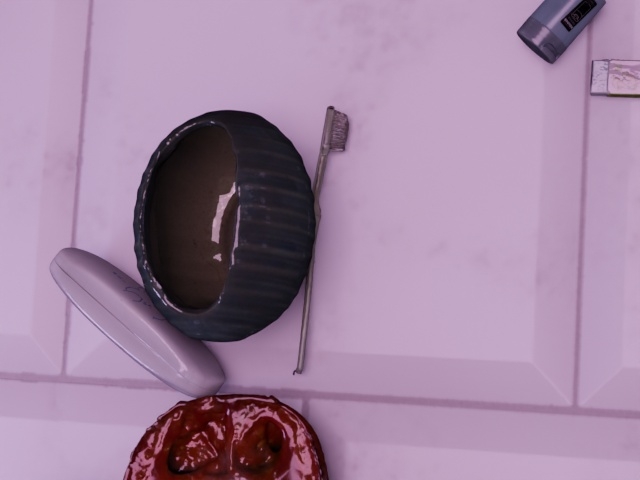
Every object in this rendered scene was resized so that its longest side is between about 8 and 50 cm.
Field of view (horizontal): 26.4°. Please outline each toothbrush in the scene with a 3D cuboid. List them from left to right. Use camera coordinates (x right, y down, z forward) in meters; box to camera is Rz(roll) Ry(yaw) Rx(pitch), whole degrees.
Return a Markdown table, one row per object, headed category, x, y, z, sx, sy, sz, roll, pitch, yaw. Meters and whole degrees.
| category | x | y | z | sx | sy | sz | roll | pitch | yaw |
| --- | --- | --- | --- | --- | --- | --- | --- | --- | --- |
| toothbrush | -0.006 | 0.000 | 1.470 | 0.028 | 0.026 | 0.294 | 11 | 86 | 1 |

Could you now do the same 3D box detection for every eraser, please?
| category | x | y | z | sx | sy | sz | roll | pitch | yaw |
| --- | --- | --- | --- | --- | --- | --- | --- | --- | --- |
| eraser | 0.320 | -0.166 | 1.402 | 0.083 | 0.019 | 0.038 | 4 | 87 | 16 |

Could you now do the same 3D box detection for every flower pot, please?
| category | x | y | z | sx | sy | sz | roll | pitch | yaw |
| --- | --- | --- | --- | --- | --- | --- | --- | --- | --- |
| flower pot | -0.099 | -0.015 | 1.423 | 0.189 | 0.157 | 0.243 | 3 | 87 | 28 |

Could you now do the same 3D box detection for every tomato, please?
| category | x | y | z | sx | sy | sz | roll | pitch | yaw |
| --- | --- | --- | --- | --- | --- | --- | --- | --- | --- |
| tomato | -0.089 | 0.271 | 1.427 | 0.228 | 0.101 | 0.228 | -1 | 80 | 8 |

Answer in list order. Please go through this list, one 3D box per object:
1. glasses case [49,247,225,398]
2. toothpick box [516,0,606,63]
| category | x | y | z | sx | sy | sz | roll | pitch | yaw |
| --- | --- | --- | --- | --- | --- | --- | --- | --- | --- |
| glasses case | -0.199 | 0.088 | 1.478 | 0.233 | 0.092 | 0.059 | 40 | 97 | 17 |
| toothpick box | 0.249 | -0.230 | 1.412 | 0.052 | 0.052 | 0.083 | 42 | 95 | 15 |
